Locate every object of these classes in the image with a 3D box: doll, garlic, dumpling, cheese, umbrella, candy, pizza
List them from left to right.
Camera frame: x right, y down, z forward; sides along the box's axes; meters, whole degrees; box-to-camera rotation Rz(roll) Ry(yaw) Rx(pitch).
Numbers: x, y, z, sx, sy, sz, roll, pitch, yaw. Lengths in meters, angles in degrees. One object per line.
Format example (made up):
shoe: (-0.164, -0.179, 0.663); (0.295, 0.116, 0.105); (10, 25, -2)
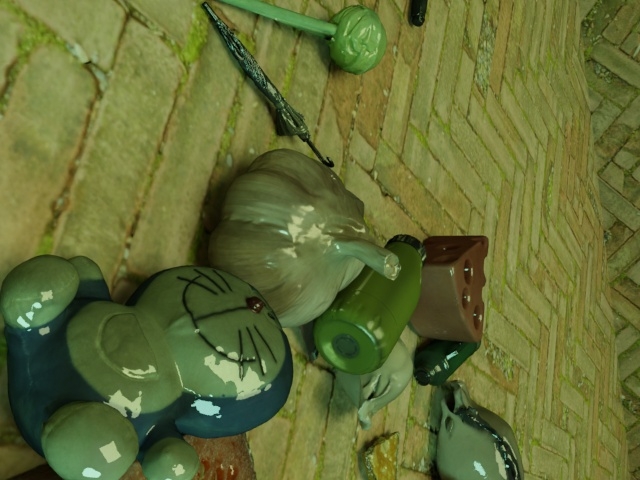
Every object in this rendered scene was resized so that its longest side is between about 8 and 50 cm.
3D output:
doll: (-0.137, 0.106, 0.521); (0.258, 0.228, 0.154); (-11, 142, -41)
umbrella: (-0.068, -0.188, 0.751); (0.044, 0.044, 0.269); (-48, 120, -11)
candy: (-0.031, -0.294, 0.779); (0.335, 0.093, 0.092); (-3, 48, -45)
garlic: (0.000, 0.000, 0.678); (0.218, 0.212, 0.219); (-11, 103, -53)
dumpling: (0.079, 0.204, 0.872); (0.188, 0.108, 0.127); (-64, 165, -52)
pizza: (0.106, 0.361, 0.956); (0.108, 0.026, 0.123); (-51, 125, -45)
umbrella: (0.192, -0.467, 1.106); (0.036, 0.031, 0.133); (27, 68, -48)
cheese: (0.223, 0.098, 1.053); (0.203, 0.128, 0.177); (-25, 110, -55)
dumpling: (0.323, 0.410, 1.141); (0.204, 0.163, 0.293); (-9, 84, -49)

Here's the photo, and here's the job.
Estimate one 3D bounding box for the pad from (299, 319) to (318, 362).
pad: (0.019, 0.073, 0.845); (0.188, 0.006, 0.113); (-57, 145, -38)

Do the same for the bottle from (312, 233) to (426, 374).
bottle: (0.087, 0.077, 0.852); (0.260, 0.112, 0.112); (-48, 125, -50)

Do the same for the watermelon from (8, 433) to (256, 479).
watermelon: (-0.155, 0.258, 0.545); (0.256, 0.139, 0.193); (-31, 108, -60)

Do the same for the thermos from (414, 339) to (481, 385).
thermos: (0.237, 0.218, 1.093); (0.187, 0.083, 0.073); (-24, 110, -50)
